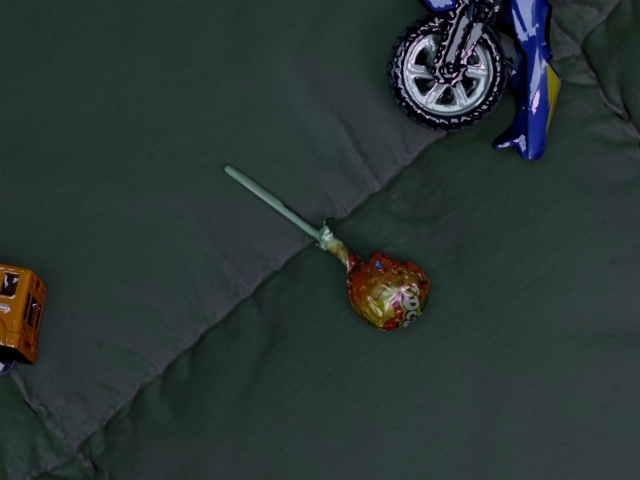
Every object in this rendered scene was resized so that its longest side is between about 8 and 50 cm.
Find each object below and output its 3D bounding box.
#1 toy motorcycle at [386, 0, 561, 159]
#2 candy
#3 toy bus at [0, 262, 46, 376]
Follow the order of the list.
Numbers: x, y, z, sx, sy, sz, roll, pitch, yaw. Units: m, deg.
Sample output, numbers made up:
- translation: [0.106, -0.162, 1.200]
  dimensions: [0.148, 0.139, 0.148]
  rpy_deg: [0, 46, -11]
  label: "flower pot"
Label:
- translation: [0.149, -0.224, 1.455]
  dimensions: [0.168, 0.113, 0.315]
  rpy_deg: [9, 95, -1]
  label: "toy motorcycle"
- translation: [0.000, 0.000, 1.486]
  dimensions: [0.201, 0.060, 0.060]
  rpy_deg: [38, 90, 17]
  label: "candy"
- translation: [-0.320, 0.049, 1.499]
  dimensions: [0.194, 0.083, 0.088]
  rpy_deg: [9, 77, 5]
  label: "toy bus"
